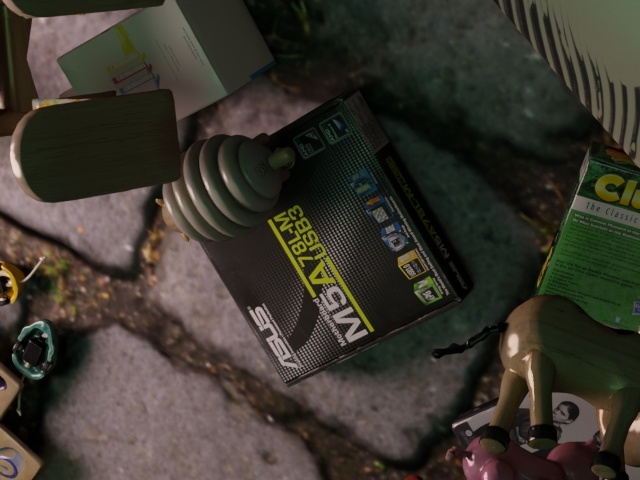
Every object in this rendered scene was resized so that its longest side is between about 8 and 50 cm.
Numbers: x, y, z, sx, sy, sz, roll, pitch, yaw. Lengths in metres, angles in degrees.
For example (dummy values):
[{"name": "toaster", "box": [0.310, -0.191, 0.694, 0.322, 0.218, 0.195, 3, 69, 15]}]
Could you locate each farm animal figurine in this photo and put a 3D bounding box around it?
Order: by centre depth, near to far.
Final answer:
[{"name": "farm animal figurine", "box": [0.268, 0.145, 1.281, 0.327, 0.172, 0.330, 3, 146, 19]}]

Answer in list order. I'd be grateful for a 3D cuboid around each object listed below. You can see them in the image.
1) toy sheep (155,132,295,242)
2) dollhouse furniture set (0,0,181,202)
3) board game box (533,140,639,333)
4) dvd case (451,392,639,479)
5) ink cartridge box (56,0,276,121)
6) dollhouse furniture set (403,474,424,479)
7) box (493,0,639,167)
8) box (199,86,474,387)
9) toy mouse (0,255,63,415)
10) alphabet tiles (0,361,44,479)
[{"name": "toy sheep", "box": [-0.071, -0.043, 1.405, 0.132, 0.091, 0.091, -33, 95, 31]}, {"name": "dollhouse furniture set", "box": [-0.330, -0.213, 1.341, 0.362, 0.256, 0.394, 5, 103, 44]}, {"name": "board game box", "box": [0.296, 0.025, 1.308, 0.260, 0.030, 0.136, 18, 127, 1]}, {"name": "dvd case", "box": [0.245, 0.173, 1.435, 0.239, 0.029, 0.179, -27, 98, 29]}, {"name": "ink cartridge box", "box": [-0.128, -0.138, 1.437, 0.143, 0.092, 0.090, -25, 99, 31]}, {"name": "dollhouse furniture set", "box": [0.127, 0.360, 1.472, 0.374, 0.152, 0.201, 49, 132, -1]}, {"name": "box", "box": [0.181, -0.190, 1.269, 0.275, 0.113, 0.094, 49, 123, 1]}, {"name": "box", "box": [0.000, 0.000, 1.464, 0.184, 0.045, 0.190, -27, 96, 28]}, {"name": "toy mouse", "box": [-0.281, 0.086, 1.631, 0.161, 0.031, 0.143, -9, 106, 27]}, {"name": "alphabet tiles", "box": [-0.410, 0.181, 1.718, 0.285, 0.011, 0.342, 41, 126, 5]}]
